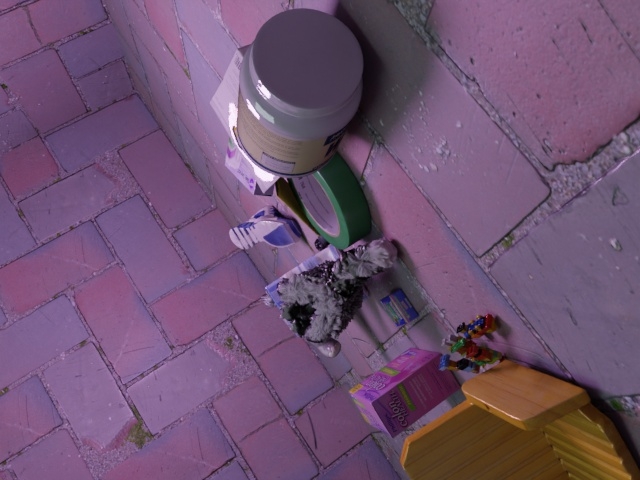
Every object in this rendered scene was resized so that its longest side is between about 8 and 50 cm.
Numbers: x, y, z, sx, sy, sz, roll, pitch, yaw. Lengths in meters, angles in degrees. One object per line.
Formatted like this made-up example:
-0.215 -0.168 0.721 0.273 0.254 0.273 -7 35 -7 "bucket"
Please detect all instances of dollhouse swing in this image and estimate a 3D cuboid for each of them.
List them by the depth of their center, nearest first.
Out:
0.387 0.474 1.124 0.346 0.305 0.315 58 165 -12 "dollhouse swing"

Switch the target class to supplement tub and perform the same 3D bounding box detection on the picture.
-0.048 -0.282 1.165 0.235 0.236 0.325 56 165 6 "supplement tub"

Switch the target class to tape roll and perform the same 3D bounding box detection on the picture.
0.012 -0.130 1.578 0.321 0.077 0.321 52 164 21 "tape roll"

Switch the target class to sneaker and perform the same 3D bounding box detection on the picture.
-0.196 -0.068 2.265 0.316 0.182 0.127 -4 124 39 "sneaker"

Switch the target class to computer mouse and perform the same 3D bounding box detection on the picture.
0.000 0.000 1.935 0.071 0.041 0.242 55 165 8 "computer mouse"

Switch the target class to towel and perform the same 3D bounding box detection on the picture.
-0.065 -0.108 1.745 0.237 0.021 0.102 44 -155 -46 "towel"
-0.012 0.164 1.878 0.209 0.285 0.034 58 -170 2 "towel"

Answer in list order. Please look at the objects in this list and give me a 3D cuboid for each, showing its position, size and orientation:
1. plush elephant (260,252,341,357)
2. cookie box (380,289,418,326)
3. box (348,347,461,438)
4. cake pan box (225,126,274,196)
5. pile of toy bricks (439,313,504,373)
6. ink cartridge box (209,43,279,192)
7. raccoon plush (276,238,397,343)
-0.017 0.197 2.056 0.330 0.271 0.255 28 125 -7 "plush elephant"
0.219 0.190 1.625 0.091 0.040 0.107 57 164 7 "cookie box"
0.234 0.427 1.659 0.117 0.243 0.213 58 165 -2 "box"
-0.188 -0.284 1.671 0.267 0.070 0.245 46 131 50 "cake pan box"
0.347 0.245 1.266 0.105 0.118 0.212 19 150 -4 "pile of toy bricks"
-0.148 -0.298 1.459 0.296 0.066 0.261 59 150 1 "ink cartridge box"
0.089 0.127 1.651 0.447 0.299 0.216 -24 92 30 "raccoon plush"
